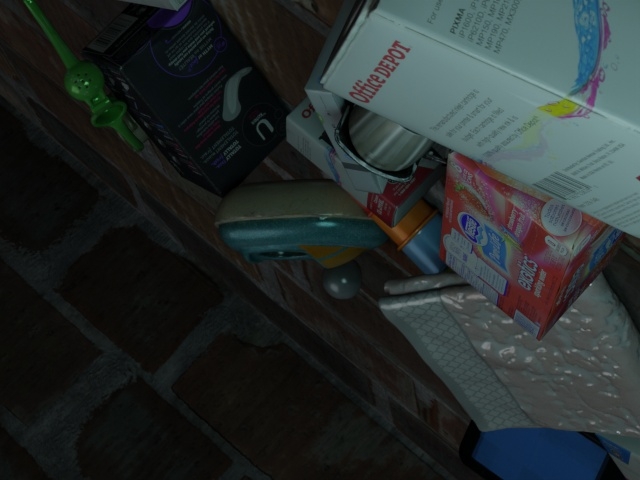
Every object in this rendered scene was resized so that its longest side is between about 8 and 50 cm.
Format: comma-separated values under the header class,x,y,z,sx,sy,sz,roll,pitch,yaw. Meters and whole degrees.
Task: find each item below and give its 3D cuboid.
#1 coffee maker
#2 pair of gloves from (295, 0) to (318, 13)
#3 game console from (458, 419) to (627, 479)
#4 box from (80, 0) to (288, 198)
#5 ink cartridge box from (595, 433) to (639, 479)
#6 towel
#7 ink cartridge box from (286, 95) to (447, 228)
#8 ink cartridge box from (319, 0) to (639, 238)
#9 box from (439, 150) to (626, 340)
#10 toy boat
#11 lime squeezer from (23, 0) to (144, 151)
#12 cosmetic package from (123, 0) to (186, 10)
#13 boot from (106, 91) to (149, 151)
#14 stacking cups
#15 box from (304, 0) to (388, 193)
class,x,y,z,sx,sy,sz,roll,pitch,yaw
coffee maker,0.102,-0.168,1.278,0.120,0.171,0.178,9,156,-21
pair of gloves,-0.100,-0.364,1.462,0.204,0.042,0.240,31,162,43
game console,0.323,0.286,1.990,0.293,0.173,0.250,31,163,41
box,-0.190,-0.220,1.917,0.143,0.165,0.270,27,159,52
ink cartridge box,0.496,0.332,1.829,0.134,0.078,0.231,26,159,53
towel,0.277,0.154,1.703,0.317,0.053,0.332,-5,139,36
ink cartridge box,0.062,-0.122,1.556,0.175,0.127,0.072,40,166,12
ink cartridge box,0.174,-0.131,0.996,0.306,0.131,0.226,26,169,-6
box,0.222,-0.033,1.328,0.154,0.142,0.300,39,166,16
toy boat,0.000,0.000,1.962,0.268,0.148,0.318,-3,170,17
lime squeezer,-0.329,-0.210,1.875,0.110,0.059,0.310,31,162,48
cosmetic package,-0.220,-0.359,1.712,0.060,0.099,0.239,51,166,-30
boot,-0.247,-0.198,2.157,0.213,0.165,0.077,50,166,-22
stacking cups,0.152,0.013,1.798,0.316,0.096,0.096,42,167,4
box,0.051,-0.161,1.425,0.038,0.145,0.186,10,153,25
